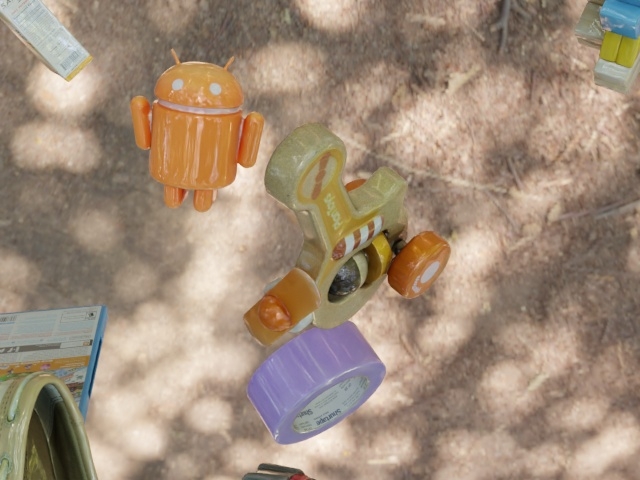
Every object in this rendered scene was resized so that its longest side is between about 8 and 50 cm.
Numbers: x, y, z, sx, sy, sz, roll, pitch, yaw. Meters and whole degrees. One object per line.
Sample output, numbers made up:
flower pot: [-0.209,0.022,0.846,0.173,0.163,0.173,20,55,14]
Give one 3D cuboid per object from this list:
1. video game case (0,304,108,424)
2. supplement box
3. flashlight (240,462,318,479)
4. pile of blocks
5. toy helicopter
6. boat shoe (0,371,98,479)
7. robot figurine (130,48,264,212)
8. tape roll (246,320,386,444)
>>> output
video game case: [-0.244,0.109,0.757,0.119,0.166,0.015,-5,120,-2]
supplement box: [-0.269,-0.201,0.874,0.036,0.062,0.098,-46,127,-9]
flashlight: [0.069,0.284,0.864,0.304,0.103,0.103,5,151,21]
pile of blocks: [0.329,-0.338,1.004,0.112,0.149,0.362,25,124,26]
toy helicopter: [0.000,0.000,0.972,0.235,0.140,0.355,-44,154,-9]
boat shoe: [-0.160,0.221,0.539,0.089,0.104,0.285,-20,85,34]
robot figurine: [-0.175,-0.153,1.288,0.128,0.158,0.219,-12,117,-46]
tape roll: [-0.005,0.203,1.314,0.189,0.080,0.189,-28,153,-15]
